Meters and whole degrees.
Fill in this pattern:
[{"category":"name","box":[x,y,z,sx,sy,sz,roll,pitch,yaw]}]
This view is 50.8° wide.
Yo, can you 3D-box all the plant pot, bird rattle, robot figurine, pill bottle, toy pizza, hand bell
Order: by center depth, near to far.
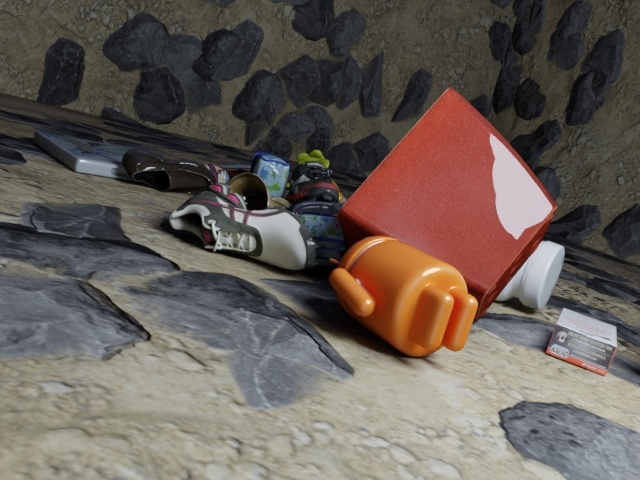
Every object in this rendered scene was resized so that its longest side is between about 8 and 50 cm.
[{"category":"robot figurine","box":[0.101,0.067,0.878,0.158,0.128,0.219,-31,31,-20]},{"category":"plant pot","box":[0.213,-0.024,1.071,0.235,0.267,0.267,39,-10,19]},{"category":"hand bell","box":[-0.079,-0.037,1.313,0.126,0.126,0.242,23,1,36]},{"category":"pill bottle","box":[0.328,0.028,1.347,0.278,0.162,0.162,21,11,29]},{"category":"toy pizza","box":[-0.221,-0.196,1.983,0.201,0.032,0.201,2,1,0]},{"category":"bird rattle","box":[-0.013,-0.155,2.040,0.207,0.143,0.253,37,-10,9]}]

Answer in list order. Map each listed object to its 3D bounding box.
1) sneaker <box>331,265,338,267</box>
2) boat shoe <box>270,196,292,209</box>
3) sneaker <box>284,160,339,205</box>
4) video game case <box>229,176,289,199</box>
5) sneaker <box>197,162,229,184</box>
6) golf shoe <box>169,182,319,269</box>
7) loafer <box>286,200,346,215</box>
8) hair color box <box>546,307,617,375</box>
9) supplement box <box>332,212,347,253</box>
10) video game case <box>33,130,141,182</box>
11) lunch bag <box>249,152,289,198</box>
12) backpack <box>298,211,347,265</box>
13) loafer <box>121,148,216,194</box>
[{"category":"sneaker","box":[-0.014,0.025,1.219,0.109,0.040,0.043,26,42,24]},{"category":"boat shoe","box":[-0.128,-0.082,1.588,0.135,0.050,0.045,17,21,24]},{"category":"sneaker","box":[-0.018,-0.131,1.609,0.097,0.135,0.276,14,-4,-15]},{"category":"video game case","box":[-0.142,-0.137,1.918,0.212,0.023,0.193,23,12,37]},{"category":"sneaker","box":[-0.272,-0.166,1.747,0.083,0.070,0.185,6,14,-21]},{"category":"golf shoe","box":[-0.125,-0.006,1.096,0.272,0.105,0.120,22,33,35]},{"category":"loafer","box":[0.064,-0.041,1.494,0.302,0.109,0.095,9,8,-21]},{"category":"hair color box","box":[0.422,0.159,1.086,0.093,0.054,0.167,21,10,21]},{"category":"supplement box","box":[0.133,-0.041,1.398,0.233,0.078,0.080,-21,36,-31]},{"category":"video game case","box":[-0.505,-0.197,1.652,0.299,0.036,0.329,7,13,-40]},{"category":"lunch bag","box":[-0.138,-0.154,1.718,0.096,0.129,0.151,14,11,-10]},{"category":"backpack","box":[0.000,0.000,1.143,0.104,0.084,0.114,4,-13,-1]},{"category":"loafer","box":[-0.339,-0.137,1.519,0.220,0.080,0.078,11,44,-31]}]
